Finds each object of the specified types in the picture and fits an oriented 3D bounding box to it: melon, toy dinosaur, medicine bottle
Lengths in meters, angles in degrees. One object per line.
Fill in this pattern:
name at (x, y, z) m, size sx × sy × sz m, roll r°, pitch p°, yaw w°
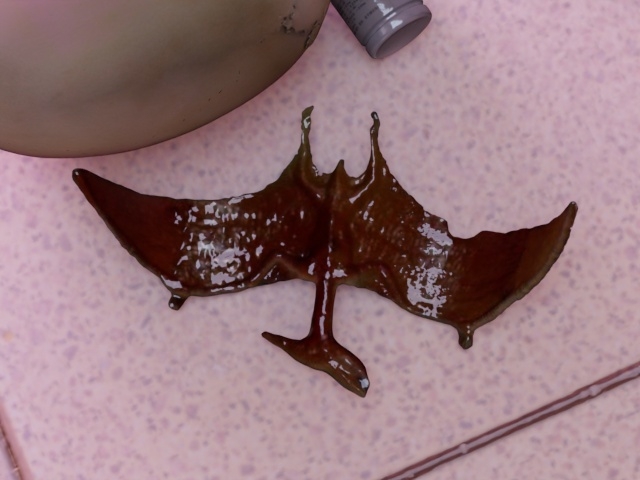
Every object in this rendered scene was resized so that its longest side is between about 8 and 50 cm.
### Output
melon at (-0.137, -0.181, 1.152) m, size 0.317 × 0.223 × 0.223 m, roll -23°, pitch 79°, yaw -6°
toy dinosaur at (-0.005, -0.009, 1.171) m, size 0.327 × 0.113 × 0.206 m, roll 31°, pitch 82°, yaw 9°
medicine bottle at (0.037, -0.191, 1.230) m, size 0.058 × 0.058 × 0.091 m, roll -34°, pitch 80°, yaw -5°
